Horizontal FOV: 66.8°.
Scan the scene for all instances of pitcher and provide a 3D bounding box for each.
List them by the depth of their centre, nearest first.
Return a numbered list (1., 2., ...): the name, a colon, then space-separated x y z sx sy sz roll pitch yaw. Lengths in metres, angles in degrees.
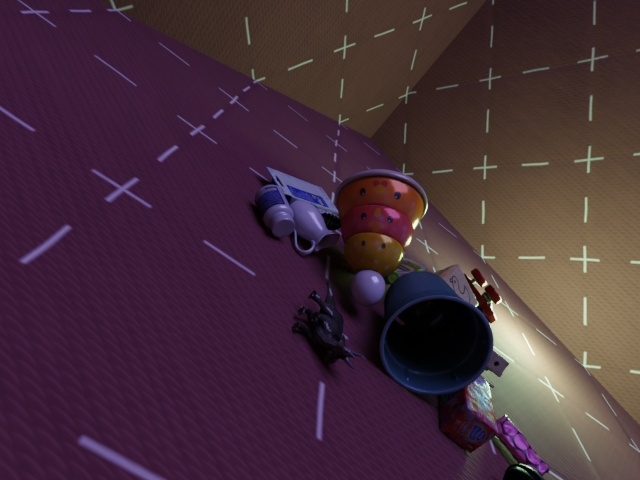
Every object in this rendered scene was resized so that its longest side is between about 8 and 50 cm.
1. pitcher: -0.057 -0.045 1.797 0.178 0.125 0.207 -26 61 -33

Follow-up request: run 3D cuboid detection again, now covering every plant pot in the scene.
1. plant pot: 0.352 0.274 1.620 0.341 0.341 0.334 37 14 -10

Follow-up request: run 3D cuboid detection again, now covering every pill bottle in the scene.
1. pill bottle: -0.159 -0.103 1.731 0.112 0.112 0.186 21 29 -40

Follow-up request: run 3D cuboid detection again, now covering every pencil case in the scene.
1. pencil case: 0.654 0.691 1.611 0.098 0.095 0.209 -9 50 -42

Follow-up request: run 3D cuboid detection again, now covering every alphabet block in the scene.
1. alphabet block: 0.468 0.230 1.912 0.197 0.194 0.192 -24 88 -49

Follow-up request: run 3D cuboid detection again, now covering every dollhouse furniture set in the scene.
1. dollhouse furniture set: 0.571 0.480 1.803 0.129 0.183 0.129 39 -8 -7

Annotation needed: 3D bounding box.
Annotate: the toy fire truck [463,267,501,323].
1. toy fire truck: 0.826 0.311 2.529 0.254 0.169 0.302 49 10 -44

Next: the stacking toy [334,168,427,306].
1. stacking toy: 0.201 0.017 1.731 0.351 0.351 0.479 29 51 -27

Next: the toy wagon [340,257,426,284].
1. toy wagon: 0.241 0.111 1.923 0.345 0.068 0.267 -2 14 -21

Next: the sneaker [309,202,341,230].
1. sneaker: -0.020 -0.107 1.978 0.235 0.078 0.106 13 25 -23

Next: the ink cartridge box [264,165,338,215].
1. ink cartridge box: -0.087 -0.199 2.090 0.371 0.069 0.175 17 32 -50

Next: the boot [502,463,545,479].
1. boot: 0.528 0.733 1.263 0.260 0.131 0.347 29 26 -28

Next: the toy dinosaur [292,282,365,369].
1. toy dinosaur: 0.014 0.244 1.405 0.160 0.121 0.313 46 15 -21

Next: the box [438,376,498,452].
1. box: 0.465 0.527 1.557 0.128 0.122 0.257 39 22 -4

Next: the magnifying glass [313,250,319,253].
1. magnifying glass: 0.000 0.000 1.914 0.092 0.026 0.231 39 23 -5
